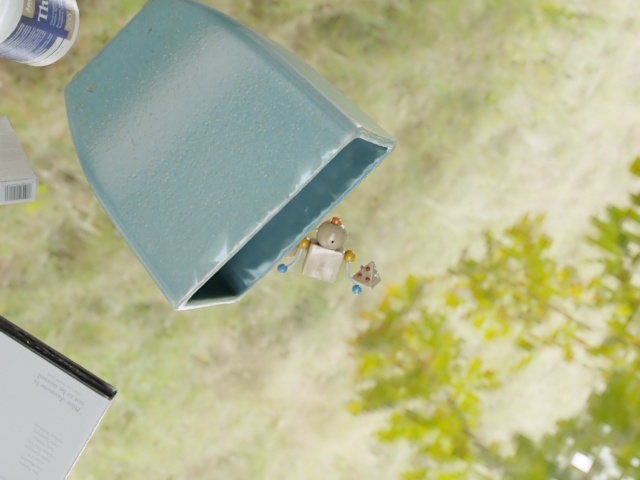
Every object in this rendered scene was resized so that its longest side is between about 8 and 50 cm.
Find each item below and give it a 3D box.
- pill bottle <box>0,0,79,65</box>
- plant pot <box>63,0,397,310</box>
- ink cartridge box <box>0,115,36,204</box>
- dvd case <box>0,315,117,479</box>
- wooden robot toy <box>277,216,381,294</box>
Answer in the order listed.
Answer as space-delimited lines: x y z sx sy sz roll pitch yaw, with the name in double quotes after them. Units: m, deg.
-0.231 -0.167 1.155 0.067 0.067 0.120 -60 159 8 "pill bottle"
-0.110 -0.106 1.612 0.247 0.252 0.248 -45 172 8 "plant pot"
-0.313 -0.076 1.516 0.115 0.063 0.029 -124 -145 -47 "ink cartridge box"
-0.347 0.201 1.747 0.253 0.180 0.022 -57 -179 33 "dvd case"
0.000 0.000 1.890 0.076 0.173 0.079 -86 -166 -61 "wooden robot toy"
